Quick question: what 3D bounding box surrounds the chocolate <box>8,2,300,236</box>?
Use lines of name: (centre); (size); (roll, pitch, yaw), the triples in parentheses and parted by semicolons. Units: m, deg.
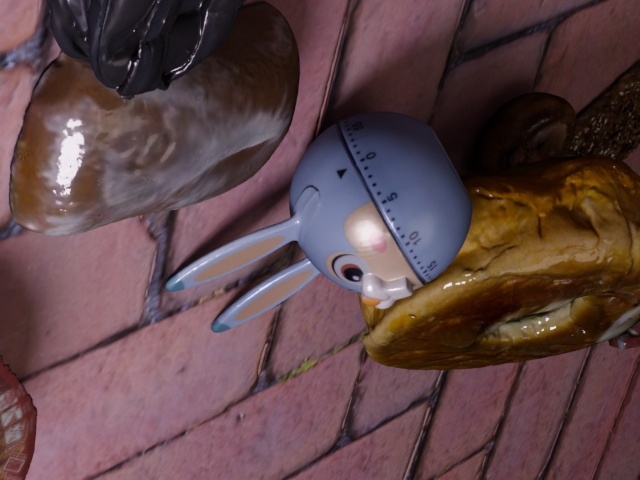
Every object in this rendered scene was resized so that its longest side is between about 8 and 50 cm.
chocolate: (-0.106, -0.080, 1.396); (0.254, 0.080, 0.157); (-18, 136, -47)

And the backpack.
backpack: (-0.097, -0.210, 1.231); (0.206, 0.133, 0.258); (-25, 148, -36)

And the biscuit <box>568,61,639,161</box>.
biscuit: (0.284, -0.089, 2.030); (0.231, 0.025, 0.131); (-42, 149, -21)

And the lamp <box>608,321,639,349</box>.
lamp: (0.442, 0.054, 2.290); (0.223, 0.215, 0.151); (-20, 113, 3)

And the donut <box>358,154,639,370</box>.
donut: (0.187, 0.020, 1.797); (0.330, 0.160, 0.330); (-10, 165, -3)

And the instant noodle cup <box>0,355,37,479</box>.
instant noodle cup: (-0.334, 0.170, 1.325); (0.274, 0.091, 0.274); (-37, 148, -28)

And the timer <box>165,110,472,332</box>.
timer: (0.019, 0.005, 1.599); (0.255, 0.175, 0.175); (-48, 152, -6)

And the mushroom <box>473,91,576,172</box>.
mushroom: (0.206, -0.086, 1.851); (0.127, 0.087, 0.127); (-32, 145, -26)
